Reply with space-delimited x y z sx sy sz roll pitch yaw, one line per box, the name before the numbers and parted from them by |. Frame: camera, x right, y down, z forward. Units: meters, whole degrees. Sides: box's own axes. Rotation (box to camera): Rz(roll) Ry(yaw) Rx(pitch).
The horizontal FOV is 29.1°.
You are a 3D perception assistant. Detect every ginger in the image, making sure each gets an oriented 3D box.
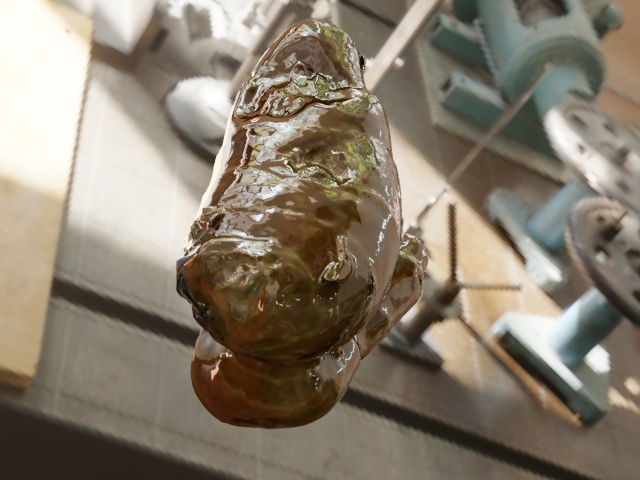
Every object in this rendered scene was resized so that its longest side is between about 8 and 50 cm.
ginger | 0.000 0.000 0.426 0.073 0.103 0.162 6 42 7
